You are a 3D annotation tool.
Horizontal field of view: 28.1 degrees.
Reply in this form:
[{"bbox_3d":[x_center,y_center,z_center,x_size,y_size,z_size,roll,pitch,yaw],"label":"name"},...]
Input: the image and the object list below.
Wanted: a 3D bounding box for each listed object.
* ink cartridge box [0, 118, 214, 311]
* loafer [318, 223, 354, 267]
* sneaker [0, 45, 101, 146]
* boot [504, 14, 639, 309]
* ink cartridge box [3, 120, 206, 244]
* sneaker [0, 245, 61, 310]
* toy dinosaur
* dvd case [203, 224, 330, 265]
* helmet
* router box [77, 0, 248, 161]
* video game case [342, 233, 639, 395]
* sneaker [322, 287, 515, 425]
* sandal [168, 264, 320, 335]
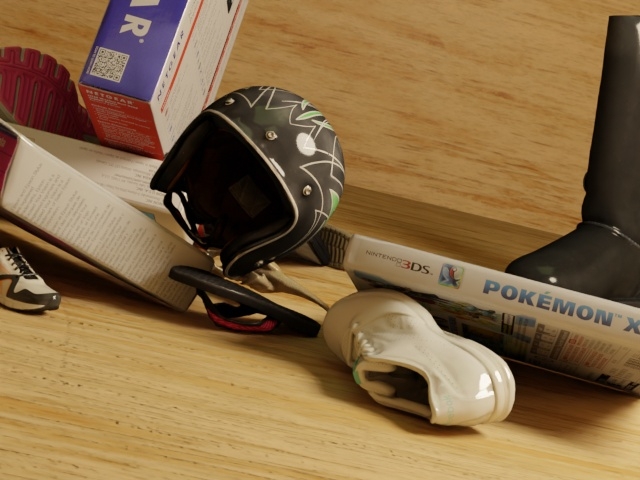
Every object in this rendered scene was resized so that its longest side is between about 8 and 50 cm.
[{"bbox_3d":[-0.306,-0.069,1.172,0.324,0.071,0.330,24,-8,43],"label":"ink cartridge box"},{"bbox_3d":[0.000,0.000,1.746,0.148,0.056,0.050,17,14,25],"label":"loafer"},{"bbox_3d":[-0.338,-0.140,1.541,0.111,0.103,0.252,0,-29,30],"label":"sneaker"},{"bbox_3d":[0.421,-0.112,1.861,0.146,0.445,0.367,19,8,35],"label":"boot"},{"bbox_3d":[-0.289,-0.049,1.531,0.296,0.066,0.261,14,-19,3],"label":"ink cartridge box"},{"bbox_3d":[-0.254,0.029,1.051,0.109,0.043,0.040,20,7,33],"label":"sneaker"},{"bbox_3d":[-0.054,0.036,1.280,0.183,0.053,0.092,15,-17,27],"label":"toy dinosaur"},{"bbox_3d":[-0.118,-0.022,1.645,0.253,0.022,0.180,15,-9,10],"label":"dvd case"},{"bbox_3d":[-0.056,-0.062,1.173,0.169,0.161,0.169,42,16,-15],"label":"helmet"},{"bbox_3d":[-0.163,-0.252,1.472,0.082,0.335,0.301,16,-18,4],"label":"router box"},{"bbox_3d":[0.183,0.078,1.203,0.300,0.036,0.329,15,-9,10],"label":"video game case"},{"bbox_3d":[0.054,0.096,1.038,0.094,0.080,0.212,-11,20,-35],"label":"sneaker"},{"bbox_3d":[-0.069,0.067,1.174,0.179,0.040,0.067,27,1,-44],"label":"sandal"}]
